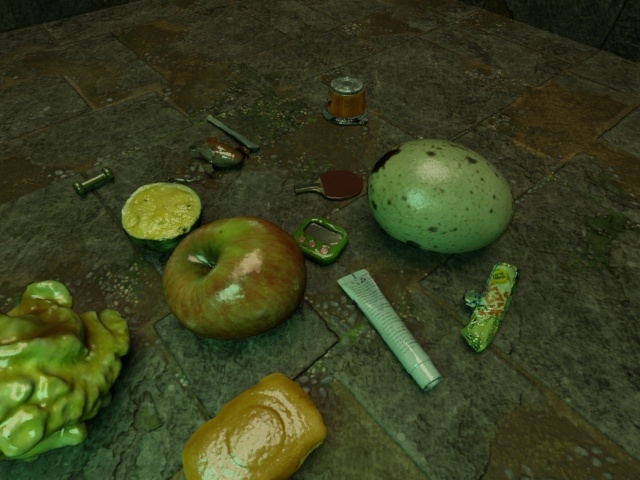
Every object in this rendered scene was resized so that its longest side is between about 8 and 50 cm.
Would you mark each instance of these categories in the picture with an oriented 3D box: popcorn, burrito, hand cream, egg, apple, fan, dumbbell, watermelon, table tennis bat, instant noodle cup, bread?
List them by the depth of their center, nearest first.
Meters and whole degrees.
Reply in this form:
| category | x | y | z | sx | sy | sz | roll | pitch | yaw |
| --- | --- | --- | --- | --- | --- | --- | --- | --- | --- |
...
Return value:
| category | x | y | z | sx | sy | sz | roll | pitch | yaw |
| --- | --- | --- | --- | --- | --- | --- | --- | --- | --- |
| bread | -0.116 | 0.370 | 0.731 | 0.246 | 0.121 | 0.174 | -31 | 55 | -27 |
| popcorn | -0.531 | 0.258 | 0.733 | 0.279 | 0.274 | 0.335 | -39 | 12 | 6 |
| apple | -0.181 | 0.092 | 0.907 | 0.310 | 0.250 | 0.277 | 1 | 61 | 27 |
| hand cream | 0.156 | 0.190 | 0.930 | 0.085 | 0.058 | 0.331 | -23 | 53 | -17 |
| burrito | 0.404 | 0.143 | 0.977 | 0.104 | 0.054 | 0.288 | 26 | 54 | 21 |
| egg | 0.308 | -0.112 | 1.044 | 0.380 | 0.287 | 0.287 | 9 | 49 | -2 |
| watermelon | -0.418 | -0.057 | 1.090 | 0.204 | 0.127 | 0.232 | -8 | 51 | -8 |
| dumbbell | -0.703 | -0.184 | 1.247 | 0.118 | 0.052 | 0.046 | -39 | 101 | -29 |
| table tennis bat | 0.026 | -0.172 | 1.270 | 0.221 | 0.019 | 0.130 | -8 | 50 | -9 |
| fan | -0.319 | -0.389 | 1.448 | 0.282 | 0.023 | 0.057 | 38 | 30 | 30 |
| instant noodle cup | 0.096 | -0.536 | 1.516 | 0.208 | 0.125 | 0.177 | 26 | 54 | 21 |

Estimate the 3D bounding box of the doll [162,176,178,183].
| category | x | y | z | sx | sy | sz | roll | pitch | yaw |
| --- | --- | --- | --- | --- | --- | --- | --- | --- | --- |
| doll | -0.473 | -0.142 | 1.198 | 0.113 | 0.076 | 0.078 | -22 | 62 | -17 |

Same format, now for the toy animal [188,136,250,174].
| category | x | y | z | sx | sy | sz | roll | pitch | yaw |
| --- | --- | --- | --- | --- | --- | --- | --- | --- | --- |
| toy animal | -0.336 | -0.295 | 1.337 | 0.188 | 0.089 | 0.179 | 22 | 35 | 18 |

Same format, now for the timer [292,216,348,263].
| category | x | y | z | sx | sy | sz | roll | pitch | yaw |
| --- | --- | --- | --- | --- | --- | --- | --- | --- | --- |
| timer | 0.000 | 0.000 | 1.102 | 0.140 | 0.047 | 0.128 | 26 | 55 | 20 |
